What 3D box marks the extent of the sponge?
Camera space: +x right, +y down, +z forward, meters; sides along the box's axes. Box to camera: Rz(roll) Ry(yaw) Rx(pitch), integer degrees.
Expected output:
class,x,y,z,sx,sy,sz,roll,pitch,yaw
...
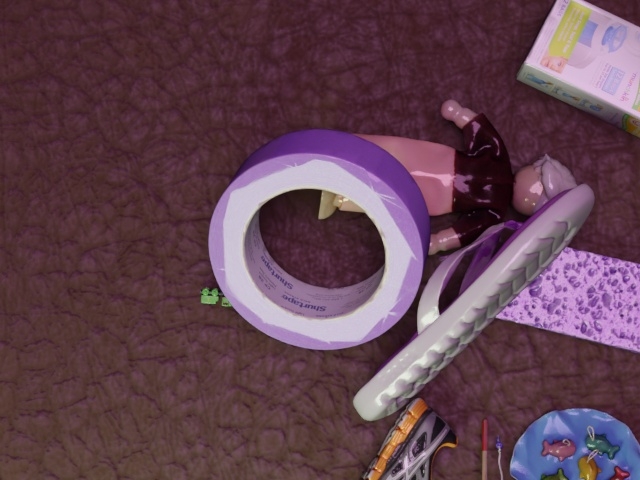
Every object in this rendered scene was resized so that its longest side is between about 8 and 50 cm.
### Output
class,x,y,z,sx,sy,sz,roll,pitch,yaw
sponge,0.347,0.072,1.808,0.210,0.031,0.117,13,85,3

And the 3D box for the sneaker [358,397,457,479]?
class,x,y,z,sx,sy,sz,roll,pitch,yaw
sneaker,0.100,0.314,1.769,0.083,0.084,0.215,33,86,-1

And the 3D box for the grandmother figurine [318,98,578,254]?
class,x,y,z,sx,sy,sz,roll,pitch,yaw
grandmother figurine,0.176,-0.083,1.797,0.342,0.104,0.208,7,94,-1

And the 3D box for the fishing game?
class,x,y,z,sx,sy,sz,roll,pitch,yaw
fishing game,0.338,0.303,1.757,0.264,0.041,0.189,2,64,5

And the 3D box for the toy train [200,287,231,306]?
class,x,y,z,sx,sy,sz,roll,pitch,yaw
toy train,-0.122,0.078,1.827,0.083,0.017,0.023,5,95,2

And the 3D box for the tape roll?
class,x,y,z,sx,sy,sz,roll,pitch,yaw
tape roll,0.000,0.000,1.730,0.275,0.090,0.275,5,117,10

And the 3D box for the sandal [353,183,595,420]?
class,x,y,z,sx,sy,sz,roll,pitch,yaw
sandal,0.177,0.063,1.726,0.416,0.169,0.102,-46,75,8

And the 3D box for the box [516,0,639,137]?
class,x,y,z,sx,sy,sz,roll,pitch,yaw
box,0.379,-0.229,1.798,0.203,0.103,0.114,27,87,4
